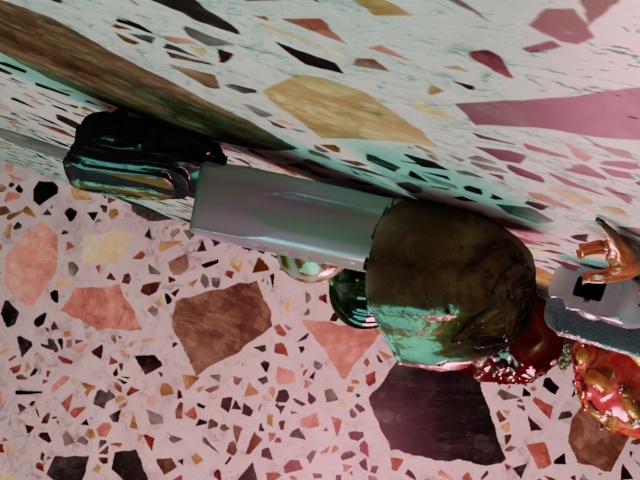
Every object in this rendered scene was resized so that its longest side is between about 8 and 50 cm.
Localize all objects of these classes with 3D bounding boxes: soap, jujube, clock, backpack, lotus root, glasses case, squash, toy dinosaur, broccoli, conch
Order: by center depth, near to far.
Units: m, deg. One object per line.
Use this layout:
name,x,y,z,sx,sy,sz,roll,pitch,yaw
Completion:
toy dinosaur,0.393,0.031,1.262,0.101,0.055,0.279,-8,163,20
lotus root,0.204,0.067,1.400,0.192,0.272,0.272,8,169,38
soap,-0.032,-0.032,1.518,0.347,0.115,0.208,12,173,-13
clock,0.470,0.096,1.539,0.117,0.080,0.176,24,173,-40
backpack,-0.282,-0.136,1.581,0.258,0.133,0.206,13,167,-5
glasses case,0.530,0.144,1.663,0.282,0.109,0.067,15,178,27
conch,0.000,0.000,1.837,0.148,0.183,0.275,56,166,5
squash,0.103,0.091,2.107,0.173,0.218,0.218,7,174,3
jujube,0.406,0.215,2.149,0.258,0.258,0.377,19,179,-4
broccoli,0.599,0.269,2.549,0.195,0.156,0.195,52,180,0

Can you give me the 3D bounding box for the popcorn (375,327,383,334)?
popcorn,0.194,0.144,2.278,0.198,0.198,0.212,21,141,-26

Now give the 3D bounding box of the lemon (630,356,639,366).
lemon,0.635,0.192,1.773,0.155,0.114,0.114,20,175,-28

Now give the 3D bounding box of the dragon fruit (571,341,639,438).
dragon fruit,0.733,0.334,2.275,0.291,0.250,0.269,34,169,-2

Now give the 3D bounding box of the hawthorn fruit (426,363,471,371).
hawthorn fruit,0.238,0.122,1.812,0.258,0.258,0.261,19,148,-2
